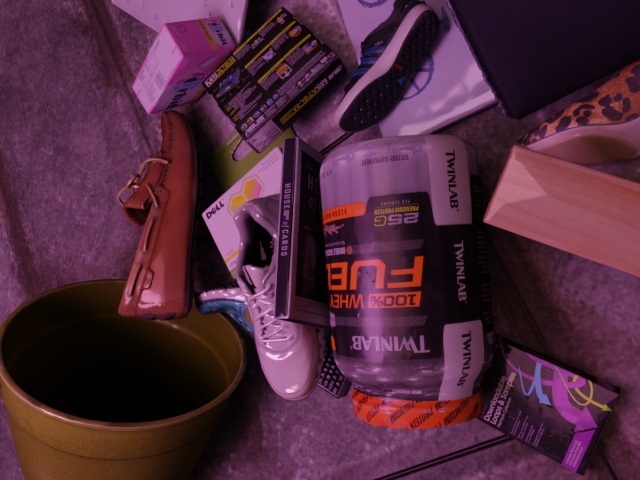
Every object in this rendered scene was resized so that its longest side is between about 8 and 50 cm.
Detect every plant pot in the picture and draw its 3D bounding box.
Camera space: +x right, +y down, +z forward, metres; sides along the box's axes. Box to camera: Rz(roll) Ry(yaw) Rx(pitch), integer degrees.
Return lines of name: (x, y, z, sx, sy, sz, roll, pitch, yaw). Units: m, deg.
plant pot: (-0.344, 0.308, 0.895, 0.366, 0.366, 0.353, 30, 116, 27)

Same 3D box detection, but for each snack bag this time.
snack bag: (0.193, -0.333, 0.739, 0.343, 0.037, 0.323, -22, 79, 29)

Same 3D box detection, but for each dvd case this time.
dvd case: (0.000, 0.000, 0.738, 0.030, 0.179, 0.238, -5, 74, 29)

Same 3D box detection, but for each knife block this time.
knife block: (0.343, -0.003, 0.536, 0.242, 0.276, 0.088, 34, 108, 57)

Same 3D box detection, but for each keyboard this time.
keyboard: (0.024, 0.149, 0.841, 0.108, 0.023, 0.180, 29, 103, 28)

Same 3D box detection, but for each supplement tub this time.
supplement tub: (0.111, 0.049, 0.684, 0.207, 0.207, 0.338, -7, 86, 30)

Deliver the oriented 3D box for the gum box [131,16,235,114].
gum box: (-0.240, -0.295, 0.913, 0.188, 0.107, 0.062, -30, 89, 50)

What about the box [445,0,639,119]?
box: (0.287, -0.458, 0.486, 0.480, 0.297, 0.471, -26, 70, 24)

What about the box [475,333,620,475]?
box: (0.279, 0.207, 0.686, 0.162, 0.029, 0.116, 23, 101, 30)

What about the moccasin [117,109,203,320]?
moccasin: (-0.283, -0.052, 0.921, 0.139, 0.147, 0.380, 143, 131, -70)

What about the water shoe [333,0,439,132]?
water shoe: (0.084, -0.245, 0.755, 0.203, 0.073, 0.080, -49, 46, 17)

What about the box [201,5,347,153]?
box: (-0.079, -0.259, 0.845, 0.191, 0.045, 0.184, -42, 53, 6)

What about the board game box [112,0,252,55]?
board game box: (-0.231, -0.544, 0.907, 0.390, 0.050, 0.390, 37, 130, 26)

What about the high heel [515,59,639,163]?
high heel: (0.362, -0.194, 0.632, 0.261, 0.093, 0.186, -10, 62, 42)

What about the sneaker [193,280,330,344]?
sneaker: (-0.101, 0.119, 0.865, 0.275, 0.107, 0.110, -1, 95, 36)

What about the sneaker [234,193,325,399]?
sneaker: (-0.066, 0.080, 0.731, 0.110, 0.118, 0.292, -9, 89, 18)

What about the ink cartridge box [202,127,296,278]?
ink cartridge box: (-0.109, -0.092, 0.880, 0.189, 0.097, 0.255, -37, 72, 25)
